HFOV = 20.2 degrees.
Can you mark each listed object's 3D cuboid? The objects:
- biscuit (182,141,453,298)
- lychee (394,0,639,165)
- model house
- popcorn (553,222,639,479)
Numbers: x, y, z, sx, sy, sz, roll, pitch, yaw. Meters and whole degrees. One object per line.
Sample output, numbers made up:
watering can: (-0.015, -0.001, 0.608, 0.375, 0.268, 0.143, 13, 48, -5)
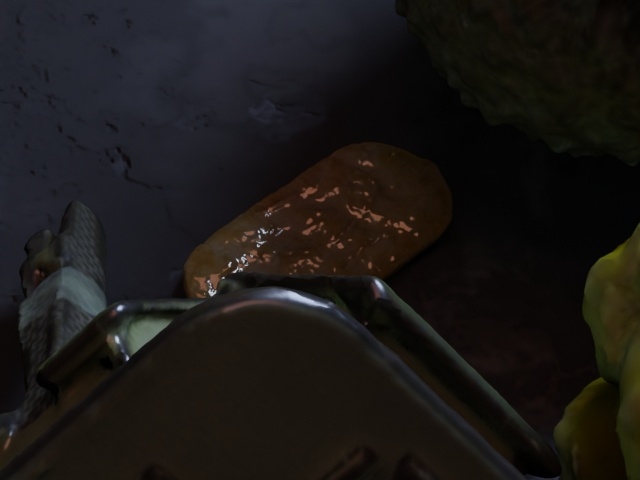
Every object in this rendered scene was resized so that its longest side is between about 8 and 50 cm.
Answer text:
biscuit: (0.000, 0.000, 0.847, 0.147, 0.018, 0.071, -34, 61, -27)
lychee: (0.151, -0.147, 0.817, 0.255, 0.274, 0.255, 4, 68, -11)
model house: (-0.035, 0.084, 0.722, 0.205, 0.218, 0.279, -41, 23, 9)
popcorn: (0.236, 0.064, 0.686, 0.276, 0.225, 0.276, -18, 15, 5)
